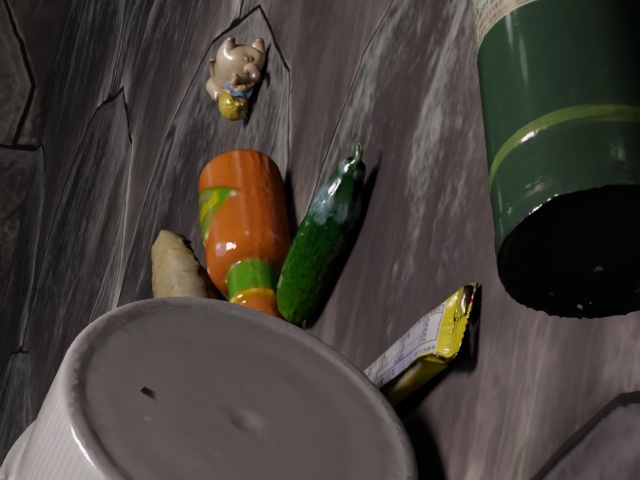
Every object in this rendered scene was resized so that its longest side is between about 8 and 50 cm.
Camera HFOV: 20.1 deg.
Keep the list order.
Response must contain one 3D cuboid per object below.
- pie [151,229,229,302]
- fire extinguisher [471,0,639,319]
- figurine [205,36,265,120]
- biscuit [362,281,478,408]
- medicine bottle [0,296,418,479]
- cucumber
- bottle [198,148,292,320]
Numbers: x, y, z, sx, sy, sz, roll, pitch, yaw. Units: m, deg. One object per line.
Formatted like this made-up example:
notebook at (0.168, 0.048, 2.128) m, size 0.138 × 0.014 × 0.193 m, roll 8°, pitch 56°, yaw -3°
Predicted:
pie at (-0.081, 0.095, 1.338) m, size 0.282 × 0.068 × 0.128 m, roll -113°, pitch 2°, yaw -57°
fire extinguisher at (0.116, -0.104, 0.831) m, size 0.118 × 0.093 × 0.294 m, roll -32°, pitch 41°, yaw 32°
figurine at (-0.073, -0.136, 1.568) m, size 0.083 × 0.047 × 0.050 m, roll 118°, pitch 148°, yaw -53°
biscuit at (0.025, 0.097, 1.093) m, size 0.292 × 0.026 × 0.048 m, roll 132°, pitch 150°, yaw -59°
medicine bottle at (-0.094, 0.208, 1.016) m, size 0.245 × 0.245 × 0.306 m, roll -100°, pitch 30°, yaw -53°
cucumber at (0.000, 0.000, 1.228) m, size 0.037 × 0.037 × 0.155 m, roll -99°, pitch 26°, yaw -52°
bottle at (-0.053, 0.009, 1.343) m, size 0.187 × 0.069 × 0.069 m, roll -102°, pitch 29°, yaw -52°
